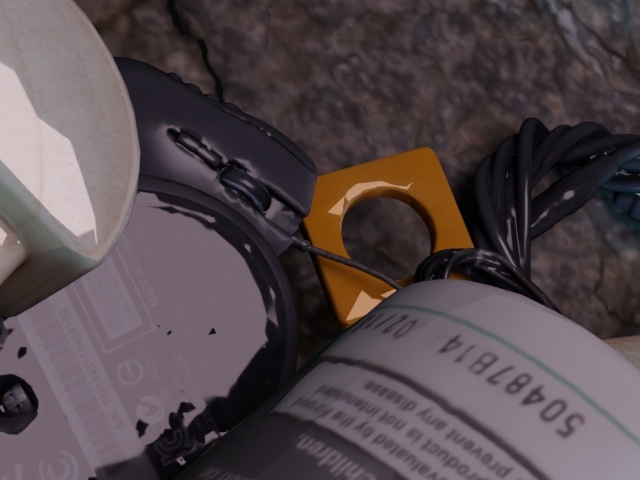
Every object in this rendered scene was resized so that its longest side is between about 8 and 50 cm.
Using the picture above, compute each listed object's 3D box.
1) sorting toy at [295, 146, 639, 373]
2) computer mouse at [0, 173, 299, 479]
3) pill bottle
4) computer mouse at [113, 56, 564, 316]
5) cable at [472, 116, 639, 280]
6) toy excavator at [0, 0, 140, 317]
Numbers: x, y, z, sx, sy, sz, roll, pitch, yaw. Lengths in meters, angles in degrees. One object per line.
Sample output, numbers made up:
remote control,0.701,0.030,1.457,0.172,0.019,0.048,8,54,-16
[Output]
sorting toy,0.064,0.132,0.689,0.196,0.047,0.348,-4,70,-12
computer mouse,-0.138,0.061,0.608,0.272,0.072,0.189,-21,87,-22
pill bottle,-0.033,0.193,0.510,0.361,0.204,0.204,-39,95,-22
computer mouse,0.000,0.000,0.679,0.242,0.041,0.071,27,66,1
cable,0.141,0.021,0.805,0.184,0.047,0.151,8,64,-26
toy excavator,-0.293,0.058,0.420,0.445,0.222,0.433,24,64,-25
